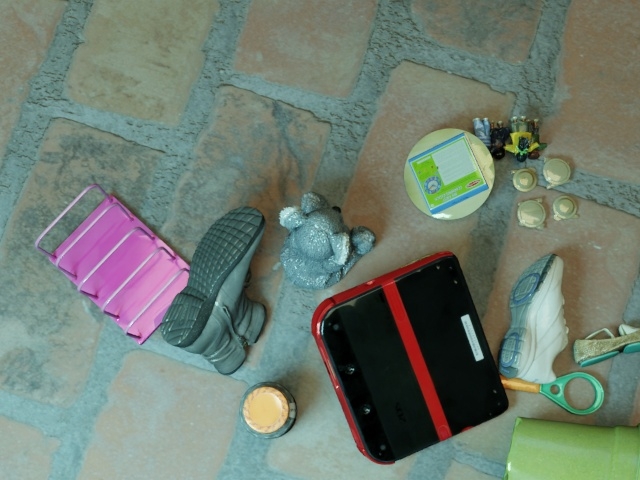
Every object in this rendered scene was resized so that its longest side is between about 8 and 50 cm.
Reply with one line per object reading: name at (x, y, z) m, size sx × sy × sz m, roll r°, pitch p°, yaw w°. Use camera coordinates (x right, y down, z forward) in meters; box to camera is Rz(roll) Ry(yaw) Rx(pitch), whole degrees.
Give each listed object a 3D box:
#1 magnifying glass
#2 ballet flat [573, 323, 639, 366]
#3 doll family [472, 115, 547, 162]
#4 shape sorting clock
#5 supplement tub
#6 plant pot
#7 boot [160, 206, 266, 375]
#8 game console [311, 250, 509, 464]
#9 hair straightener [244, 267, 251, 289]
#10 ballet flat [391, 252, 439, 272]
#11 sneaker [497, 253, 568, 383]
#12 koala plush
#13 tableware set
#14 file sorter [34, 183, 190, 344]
magnifying glass at (0.501, 0.323, 1.954) m, size 0.230 × 0.026 × 0.092 m, roll 9°, pitch 78°, yaw 3°
ballet flat at (0.649, 0.218, 1.956) m, size 0.206 × 0.073 × 0.067 m, roll -12°, pitch 64°, yaw -6°
doll family at (0.425, -0.223, 2.049) m, size 0.192 × 0.076 × 0.112 m, roll -2°, pitch 82°, yaw 5°
shape sorting clock at (0.290, -0.150, 2.027) m, size 0.206 × 0.040 × 0.206 m, roll -2°, pitch 84°, yaw 21°
supplement tub at (-0.107, 0.354, 1.866) m, size 0.116 × 0.190 × 0.117 m, roll 0°, pitch 78°, yaw 0°
plant pot at (0.503, 0.476, 1.822) m, size 0.253 × 0.276 × 0.276 m, roll 12°, pitch 78°, yaw 15°
boot at (-0.184, 0.107, 1.912) m, size 0.118 × 0.222 × 0.338 m, roll 30°, pitch 86°, yaw 40°
game console at (0.189, 0.255, 1.897) m, size 0.341 × 0.060 × 0.387 m, roll -23°, pitch 101°, yaw -9°
hair straightener at (-0.235, 0.133, 1.986) m, size 0.089 × 0.047 × 0.230 m, roll 33°, pitch 80°, yaw 7°
ballet flat at (0.145, 0.129, 1.952) m, size 0.348 × 0.123 × 0.123 m, roll -29°, pitch 79°, yaw -5°
sneaker at (0.481, 0.174, 1.958) m, size 0.129 × 0.111 × 0.297 m, roll 23°, pitch 76°, yaw -16°
koala plush at (0.000, 0.000, 1.924) m, size 0.196 × 0.221 × 0.203 m, roll 35°, pitch 81°, yaw 7°
tableware set at (0.510, -0.108, 2.048) m, size 0.141 × 0.020 × 0.169 m, roll -7°, pitch 78°, yaw 0°
file sorter at (-0.438, 0.048, 1.937) m, size 0.290 × 0.182 × 0.202 m, roll 41°, pitch 82°, yaw 8°
